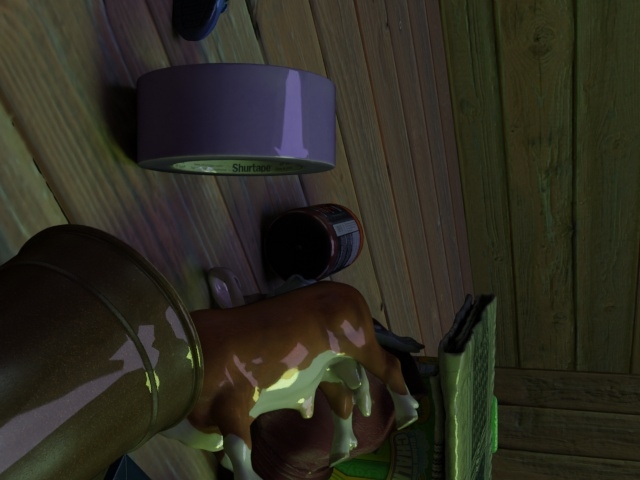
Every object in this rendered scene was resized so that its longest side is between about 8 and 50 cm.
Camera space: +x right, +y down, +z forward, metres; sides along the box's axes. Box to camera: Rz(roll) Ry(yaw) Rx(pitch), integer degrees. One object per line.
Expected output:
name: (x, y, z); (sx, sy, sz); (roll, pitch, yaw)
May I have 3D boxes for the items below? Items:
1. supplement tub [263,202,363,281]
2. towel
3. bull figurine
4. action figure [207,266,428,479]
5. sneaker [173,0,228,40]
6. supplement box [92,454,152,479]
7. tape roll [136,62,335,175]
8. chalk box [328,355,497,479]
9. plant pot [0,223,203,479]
supplement tub: (0.000, 0.000, 1.053); (0.198, 0.106, 0.106); (-17, 106, -71)
towel: (0.170, 0.239, 0.893); (0.312, 0.056, 0.324); (-20, 112, -68)
bull figurine: (-0.062, 0.125, 0.638); (0.310, 0.101, 0.188); (-16, 68, -34)
action figure: (-0.033, 0.248, 0.836); (0.370, 0.275, 0.248); (-68, -152, 14)
sneaker: (-0.119, -0.272, 0.790); (0.059, 0.053, 0.144); (54, 41, -63)
supplement box: (-0.179, 0.202, 0.563); (0.083, 0.083, 0.056); (70, 29, -45)
tape roll: (-0.079, -0.108, 0.696); (0.189, 0.189, 0.080); (3, 88, -71)
chalk box: (0.123, 0.276, 1.122); (0.179, 0.288, 0.180); (-4, 94, -71)
plant pot: (-0.186, 0.098, 0.450); (0.165, 0.167, 0.167); (-44, 132, -54)
